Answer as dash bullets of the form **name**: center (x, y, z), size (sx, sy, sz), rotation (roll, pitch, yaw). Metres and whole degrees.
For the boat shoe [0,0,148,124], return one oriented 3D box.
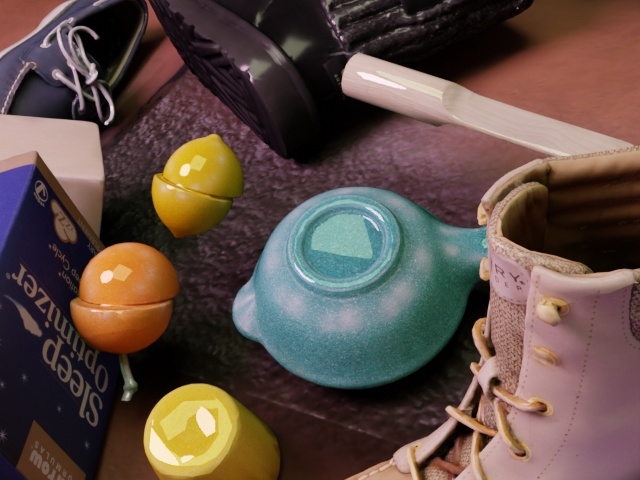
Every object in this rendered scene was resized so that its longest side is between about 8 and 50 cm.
- **boat shoe**: center (-0.222, -0.147, 0.831), size (0.079, 0.095, 0.254), rotation (-12, 32, 24)

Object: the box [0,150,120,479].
- **box**: center (-0.169, 0.071, 0.540), size (0.037, 0.136, 0.225), rotation (-12, 42, 16)

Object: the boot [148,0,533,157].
- **boot**: center (-0.009, -0.235, 0.811), size (0.260, 0.131, 0.348), rotation (-36, 55, -9)

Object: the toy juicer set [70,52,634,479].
- **toy juicer set**: center (0.000, 0.000, 0.578), size (0.329, 0.089, 0.209), rotation (-38, 58, -11)

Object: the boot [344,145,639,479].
- **boot**: center (0.073, 0.074, 0.398), size (0.262, 0.203, 0.095), rotation (-18, 41, -1)

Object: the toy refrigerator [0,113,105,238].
- **toy refrigerator**: center (-0.293, -0.032, 0.646), size (0.270, 0.094, 0.102), rotation (3, 29, -19)
